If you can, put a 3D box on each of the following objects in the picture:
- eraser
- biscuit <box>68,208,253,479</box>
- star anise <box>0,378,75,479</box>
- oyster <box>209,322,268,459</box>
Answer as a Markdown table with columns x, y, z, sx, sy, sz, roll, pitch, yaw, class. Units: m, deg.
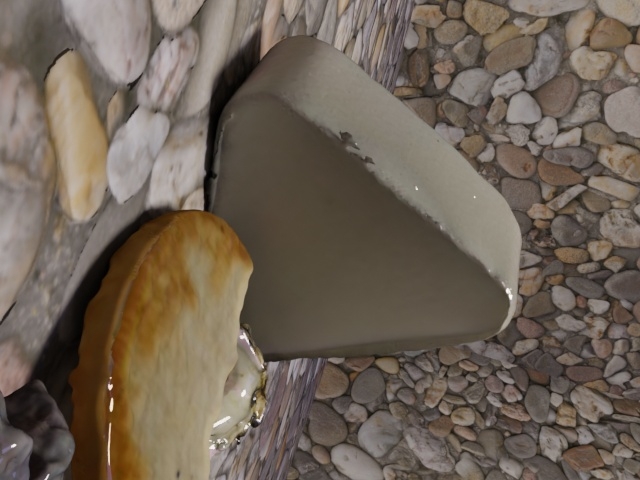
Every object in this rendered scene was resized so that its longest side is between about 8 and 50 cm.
| x | y | z | sx | sy | sz | roll | pitch | yaw | class |
| --- | --- | --- | --- | --- | --- | --- | --- | --- | --- |
| 0.000 | 0.000 | 0.725 | 0.150 | 0.331 | 0.331 | -69 | 171 | -51 | eraser |
| -0.113 | 0.104 | 0.504 | 0.204 | 0.040 | 0.309 | 64 | 26 | -56 | biscuit |
| -0.161 | 0.152 | 0.301 | 0.262 | 0.081 | 0.230 | 31 | 64 | -81 | star anise |
| -0.110 | 0.148 | 0.679 | 0.191 | 0.081 | 0.163 | 57 | 45 | -42 | oyster |
